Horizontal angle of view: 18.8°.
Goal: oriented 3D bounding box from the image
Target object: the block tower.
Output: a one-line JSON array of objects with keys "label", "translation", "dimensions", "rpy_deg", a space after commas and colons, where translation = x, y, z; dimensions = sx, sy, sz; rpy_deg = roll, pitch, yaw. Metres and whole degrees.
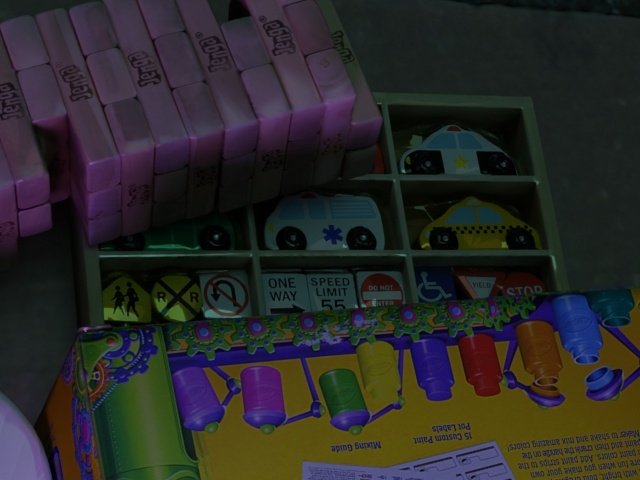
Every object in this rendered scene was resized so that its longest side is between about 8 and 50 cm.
[{"label": "block tower", "translation": [-0.143, -0.048, 0.943], "dimensions": [0.335, 0.091, 0.097], "rpy_deg": [-17, 66, -13]}]

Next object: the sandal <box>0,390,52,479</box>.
[{"label": "sandal", "translation": [-0.236, 0.092, 0.887], "dimensions": [0.265, 0.076, 0.102], "rpy_deg": [17, 73, 14]}]

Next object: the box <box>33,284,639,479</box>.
[{"label": "box", "translation": [0.037, 0.187, 0.865], "dimensions": [0.290, 0.177, 0.279], "rpy_deg": [-3, 65, -21]}]

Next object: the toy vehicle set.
[{"label": "toy vehicle set", "translation": [0.000, 0.000, 1.032], "dimensions": [0.267, 0.035, 0.166], "rpy_deg": [0, 64, -18]}]
